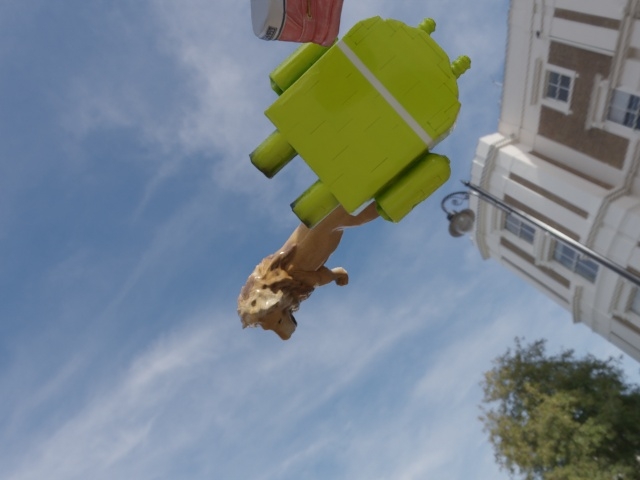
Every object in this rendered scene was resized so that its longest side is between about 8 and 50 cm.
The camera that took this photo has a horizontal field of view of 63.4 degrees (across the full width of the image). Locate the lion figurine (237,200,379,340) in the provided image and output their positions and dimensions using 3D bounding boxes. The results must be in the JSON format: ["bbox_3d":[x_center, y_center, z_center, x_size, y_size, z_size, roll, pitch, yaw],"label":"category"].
[{"bbox_3d":[0.000,0.000,0.960,0.240,0.142,0.392,-1,-55,-55],"label":"lion figurine"}]

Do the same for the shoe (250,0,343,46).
[{"bbox_3d":[-0.022,-0.276,0.495,0.081,0.063,0.178,-1,-91,-28],"label":"shoe"}]

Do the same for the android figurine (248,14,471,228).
[{"bbox_3d":[0.050,-0.147,0.619,0.273,0.248,0.056,-43,-10,8],"label":"android figurine"}]
